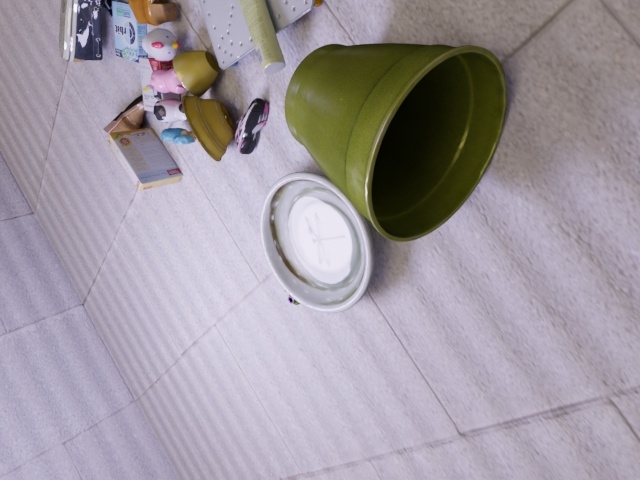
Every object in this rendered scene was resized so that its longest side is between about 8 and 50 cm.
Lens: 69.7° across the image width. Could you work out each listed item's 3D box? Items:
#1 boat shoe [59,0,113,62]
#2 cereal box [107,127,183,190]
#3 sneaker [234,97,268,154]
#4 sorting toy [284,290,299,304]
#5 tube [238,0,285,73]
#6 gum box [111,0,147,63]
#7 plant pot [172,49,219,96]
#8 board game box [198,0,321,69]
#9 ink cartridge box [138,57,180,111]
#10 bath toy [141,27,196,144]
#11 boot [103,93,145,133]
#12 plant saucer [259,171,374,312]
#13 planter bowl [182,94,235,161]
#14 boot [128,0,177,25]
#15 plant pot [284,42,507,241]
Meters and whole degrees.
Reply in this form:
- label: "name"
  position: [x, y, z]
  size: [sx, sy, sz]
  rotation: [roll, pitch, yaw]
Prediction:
- label: "boat shoe"
  position: [-0.818, -0.868, 1.625]
  size: [0.187, 0.155, 0.501]
  rotation: [56, 133, 36]
- label: "cereal box"
  position: [-0.640, -0.301, 1.681]
  size: [0.240, 0.173, 0.047]
  rotation: [55, 133, 11]
- label: "sneaker"
  position: [-0.219, -0.347, 1.362]
  size: [0.077, 0.071, 0.178]
  rotation: [52, 128, 27]
- label: "sorting toy"
  position: [-0.086, 0.170, 1.464]
  size: [0.061, 0.042, 0.102]
  rotation: [46, 131, 19]
- label: "tube"
  position: [-0.151, -0.546, 1.163]
  size: [0.069, 0.062, 0.240]
  rotation: [-20, 87, 1]
- label: "gum box"
  position: [-0.677, -0.739, 1.630]
  size: [0.156, 0.041, 0.185]
  rotation: [27, 124, 31]
- label: "plant pot"
  position: [-0.364, -0.519, 1.394]
  size: [0.095, 0.134, 0.134]
  rotation: [-22, 92, 19]
- label: "board game box"
  position: [-0.196, -0.714, 1.206]
  size: [0.389, 0.050, 0.391]
  rotation: [-11, 99, 44]
- label: "ink cartridge box"
  position: [-0.549, -0.530, 1.577]
  size: [0.127, 0.072, 0.175]
  rotation: [19, 118, 34]
- label: "bath toy"
  position: [-0.473, -0.489, 1.468]
  size: [0.129, 0.151, 0.349]
  rotation: [-126, 27, -62]
- label: "boot"
  position: [-0.699, -0.459, 1.746]
  size: [0.305, 0.112, 0.115]
  rotation: [-20, 123, 40]
- label: "plant saucer"
  position: [0.000, 0.000, 1.280]
  size: [0.400, 0.100, 0.401]
  rotation: [18, 118, 36]
- label: "planter bowl"
  position: [-0.321, -0.358, 1.400]
  size: [0.090, 0.217, 0.217]
  rotation: [-24, 90, 8]
- label: "boot"
  position: [-0.547, -0.833, 1.435]
  size: [0.211, 0.104, 0.296]
  rotation: [21, 124, 34]
- label: "plant pot"
  position: [0.114, -0.241, 0.942]
  size: [0.353, 0.366, 0.367]
  rotation: [38, 129, 39]
